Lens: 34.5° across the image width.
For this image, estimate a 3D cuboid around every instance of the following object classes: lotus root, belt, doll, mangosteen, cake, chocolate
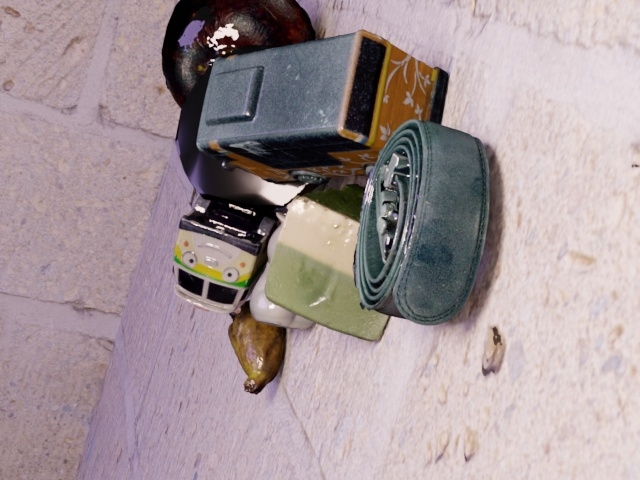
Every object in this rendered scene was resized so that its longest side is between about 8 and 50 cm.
[{"bbox_3d":[-0.105,0.185,1.763,0.191,0.094,0.108,-107,16,-45],"label":"lotus root"},{"bbox_3d":[0.119,-0.012,1.198,0.206,0.116,0.267,122,158,-50],"label":"belt"},{"bbox_3d":[-0.046,0.057,1.643,0.107,0.110,0.181,22,92,51],"label":"doll"},{"bbox_3d":[-0.160,-0.366,2.016,0.330,0.330,0.330,-166,90,-72],"label":"mangosteen"},{"bbox_3d":[0.001,-0.001,1.459,0.283,0.172,0.158,-116,46,-66],"label":"cake"},{"bbox_3d":[-0.074,-0.167,1.694,0.186,0.283,0.284,38,-119,-70],"label":"chocolate"}]

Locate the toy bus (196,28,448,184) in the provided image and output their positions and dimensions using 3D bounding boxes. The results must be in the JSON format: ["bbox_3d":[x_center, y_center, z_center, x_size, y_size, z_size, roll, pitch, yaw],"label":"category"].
[{"bbox_3d":[-0.007,-0.175,1.424,0.323,0.194,0.162,0,76,45],"label":"toy bus"}]

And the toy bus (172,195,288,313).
[{"bbox_3d":[-0.154,0.010,1.783,0.305,0.143,0.179,-58,-12,-71],"label":"toy bus"}]
